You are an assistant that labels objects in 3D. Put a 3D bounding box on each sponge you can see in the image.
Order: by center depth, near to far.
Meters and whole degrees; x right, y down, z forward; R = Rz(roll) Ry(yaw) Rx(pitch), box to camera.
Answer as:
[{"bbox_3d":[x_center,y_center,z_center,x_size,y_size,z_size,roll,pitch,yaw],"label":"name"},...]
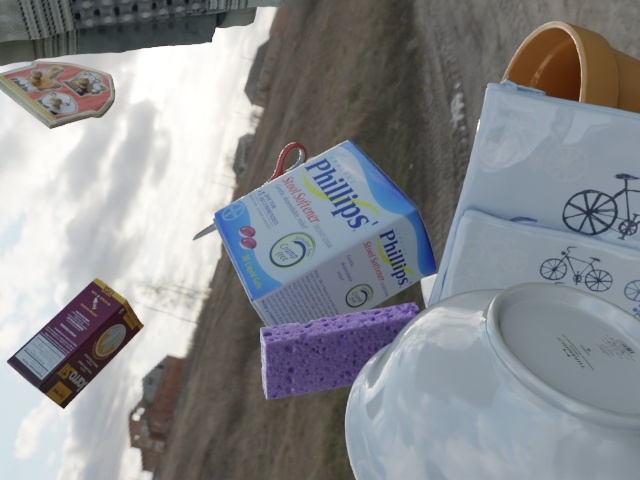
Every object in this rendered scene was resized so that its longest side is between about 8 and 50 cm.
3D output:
[{"bbox_3d":[0.027,0.149,0.791,0.031,0.210,0.117,-113,19,-50],"label":"sponge"}]

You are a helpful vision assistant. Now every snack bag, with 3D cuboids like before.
[{"bbox_3d":[0.325,-0.002,0.738,0.037,0.323,0.342,-54,-23,-69],"label":"snack bag"}]

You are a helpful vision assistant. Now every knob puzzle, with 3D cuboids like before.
[{"bbox_3d":[-0.466,-0.287,1.096,0.213,0.213,0.030,-82,10,-48],"label":"knob puzzle"}]

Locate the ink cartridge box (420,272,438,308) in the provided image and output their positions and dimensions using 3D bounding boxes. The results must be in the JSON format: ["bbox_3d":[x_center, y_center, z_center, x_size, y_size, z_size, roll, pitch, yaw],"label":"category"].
[{"bbox_3d":[0.335,0.096,1.093,0.306,0.226,0.131,116,142,-80],"label":"ink cartridge box"}]

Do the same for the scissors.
[{"bbox_3d":[-0.116,-0.075,1.184,0.297,0.109,0.021,-45,43,-6],"label":"scissors"}]

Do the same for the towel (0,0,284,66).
[{"bbox_3d":[-0.143,-0.261,0.454,0.056,0.312,0.324,61,151,17],"label":"towel"}]

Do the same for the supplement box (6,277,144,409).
[{"bbox_3d":[-0.399,0.170,0.988,0.188,0.081,0.104,-49,-23,-25],"label":"supplement box"}]

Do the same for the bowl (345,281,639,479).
[{"bbox_3d":[0.177,0.127,0.459,0.297,0.298,0.134,-85,6,-57],"label":"bowl"}]

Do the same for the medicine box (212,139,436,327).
[{"bbox_3d":[0.000,0.000,1.018,0.263,0.289,0.149,56,174,49],"label":"medicine box"}]

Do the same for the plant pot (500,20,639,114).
[{"bbox_3d":[0.433,-0.192,0.976,0.291,0.204,0.290,-174,90,-80],"label":"plant pot"}]
